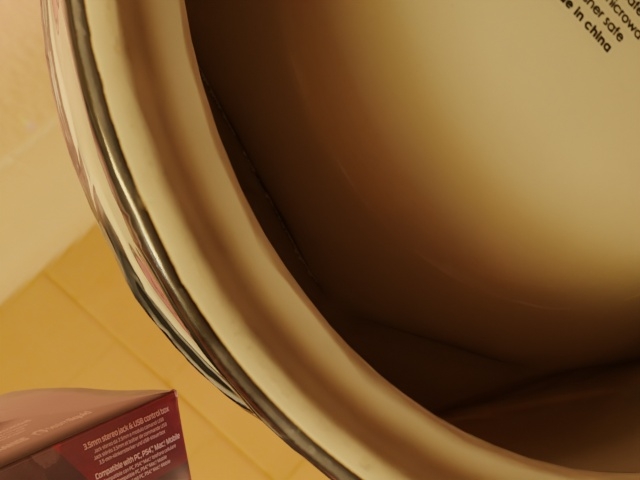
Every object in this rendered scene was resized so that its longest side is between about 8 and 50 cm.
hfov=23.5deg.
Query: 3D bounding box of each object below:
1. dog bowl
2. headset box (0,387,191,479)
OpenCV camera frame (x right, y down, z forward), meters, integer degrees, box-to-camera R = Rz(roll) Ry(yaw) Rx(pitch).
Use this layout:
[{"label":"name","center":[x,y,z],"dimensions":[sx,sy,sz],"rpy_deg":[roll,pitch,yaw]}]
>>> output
[{"label":"dog bowl","center":[0.081,-0.089,0.564],"dimensions":[0.408,0.150,0.408],"rpy_deg":[2,-95,-25]},{"label":"headset box","center":[-0.142,0.198,0.613],"dimensions":[0.218,0.110,0.293],"rpy_deg":[-19,-79,-55]}]
